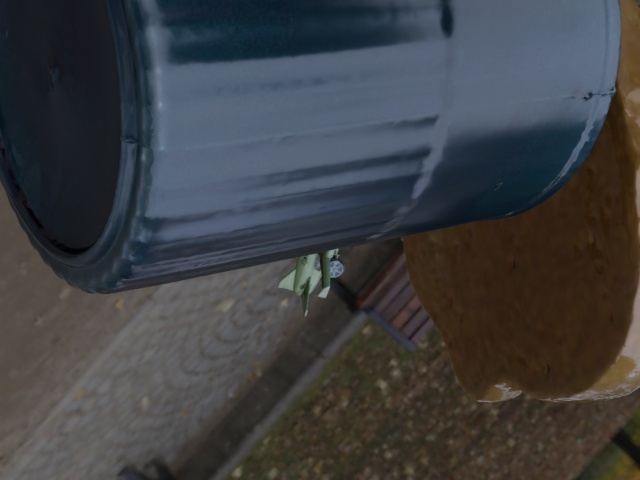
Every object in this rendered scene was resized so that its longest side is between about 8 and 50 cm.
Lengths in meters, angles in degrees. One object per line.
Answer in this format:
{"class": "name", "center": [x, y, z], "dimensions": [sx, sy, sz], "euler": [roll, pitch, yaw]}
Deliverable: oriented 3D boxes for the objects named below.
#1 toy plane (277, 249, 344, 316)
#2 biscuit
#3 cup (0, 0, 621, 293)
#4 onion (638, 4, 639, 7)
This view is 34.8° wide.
{"class": "toy plane", "center": [0.000, 0.000, 0.773], "dimensions": [0.111, 0.040, 0.102], "euler": [-67, -154, 19]}
{"class": "biscuit", "center": [0.161, -0.055, 0.829], "dimensions": [0.062, 0.385, 0.365], "euler": [-5, 165, -22]}
{"class": "cup", "center": [-0.036, -0.130, 0.586], "dimensions": [0.292, 0.308, 0.242], "euler": [-14, 152, -35]}
{"class": "onion", "center": [0.338, -0.185, 0.967], "dimensions": [0.135, 0.173, 0.198], "euler": [58, 28, -52]}
